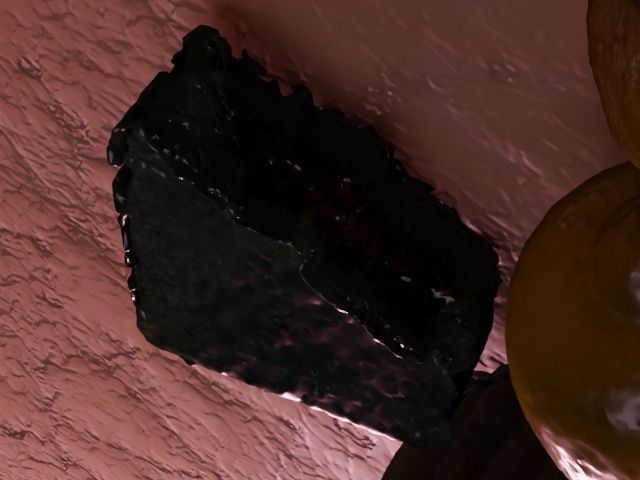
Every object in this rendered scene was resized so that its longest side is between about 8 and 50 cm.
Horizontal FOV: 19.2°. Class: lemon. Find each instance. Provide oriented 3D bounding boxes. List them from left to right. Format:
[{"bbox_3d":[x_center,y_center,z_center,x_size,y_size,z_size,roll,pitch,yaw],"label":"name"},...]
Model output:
[{"bbox_3d":[0.183,0.053,0.856,0.184,0.184,0.248,6,149,37],"label":"lemon"}]

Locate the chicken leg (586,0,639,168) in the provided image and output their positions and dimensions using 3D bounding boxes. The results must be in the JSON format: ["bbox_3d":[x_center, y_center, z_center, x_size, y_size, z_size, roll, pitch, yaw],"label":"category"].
[{"bbox_3d":[0.223,-0.008,0.688,0.429,0.201,0.153,69,168,-16],"label":"chicken leg"}]

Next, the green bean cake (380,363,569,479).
[{"bbox_3d":[0.182,0.187,1.074,0.255,0.132,0.241,47,146,-22],"label":"green bean cake"}]

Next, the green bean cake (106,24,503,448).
[{"bbox_3d":[0.000,0.000,1.016,0.208,0.107,0.193,23,143,16],"label":"green bean cake"}]
